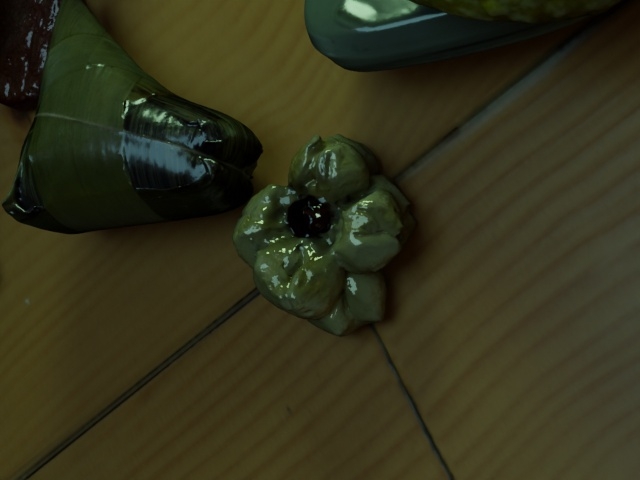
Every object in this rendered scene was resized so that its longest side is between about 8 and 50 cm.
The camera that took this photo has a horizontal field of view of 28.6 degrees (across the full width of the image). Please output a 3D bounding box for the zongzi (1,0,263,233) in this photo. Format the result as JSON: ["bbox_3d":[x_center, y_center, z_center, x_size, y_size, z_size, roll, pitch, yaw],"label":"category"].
[{"bbox_3d":[-0.198,-0.170,1.393,0.289,0.154,0.317,-6,73,27],"label":"zongzi"}]

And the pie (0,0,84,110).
[{"bbox_3d":[-0.367,-0.252,1.577,0.182,0.050,0.182,-6,80,33],"label":"pie"}]

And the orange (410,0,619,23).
[{"bbox_3d":[0.163,-0.363,1.061,0.271,0.210,0.368,1,67,25],"label":"orange"}]

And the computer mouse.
[{"bbox_3d":[0.135,-0.258,1.197,0.331,0.095,0.197,-7,65,24],"label":"computer mouse"}]

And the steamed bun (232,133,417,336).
[{"bbox_3d":[0.000,0.000,1.243,0.177,0.106,0.192,-47,61,22],"label":"steamed bun"}]
